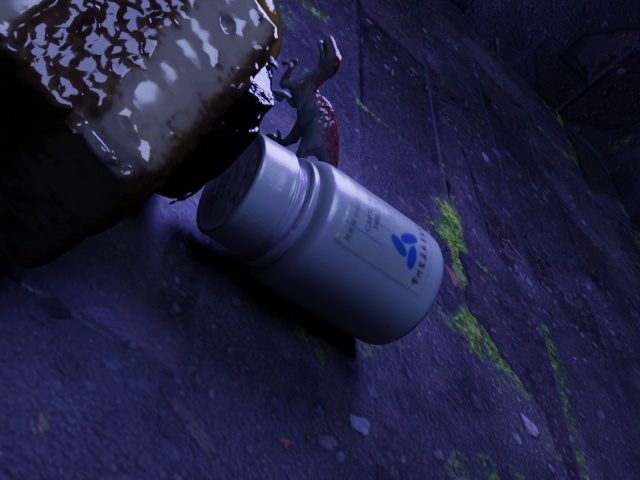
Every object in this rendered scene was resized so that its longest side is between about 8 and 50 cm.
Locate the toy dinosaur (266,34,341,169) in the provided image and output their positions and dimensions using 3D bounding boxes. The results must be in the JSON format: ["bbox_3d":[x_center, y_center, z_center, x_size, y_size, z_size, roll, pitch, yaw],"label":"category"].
[{"bbox_3d":[-0.003,-0.157,1.316,0.242,0.167,0.053,65,24,0],"label":"toy dinosaur"}]

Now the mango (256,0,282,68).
[{"bbox_3d":[-0.155,-0.347,1.214,0.330,0.176,0.176,64,24,-43],"label":"mango"}]

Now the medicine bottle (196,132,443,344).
[{"bbox_3d":[0.000,0.000,1.095,0.293,0.170,0.170,31,32,-30],"label":"medicine bottle"}]

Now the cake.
[{"bbox_3d":[-0.235,-0.171,0.765,0.290,0.255,0.282,48,49,-19],"label":"cake"}]

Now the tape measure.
[{"bbox_3d":[-0.148,-0.154,1.025,0.135,0.202,0.223,37,21,-32],"label":"tape measure"}]
